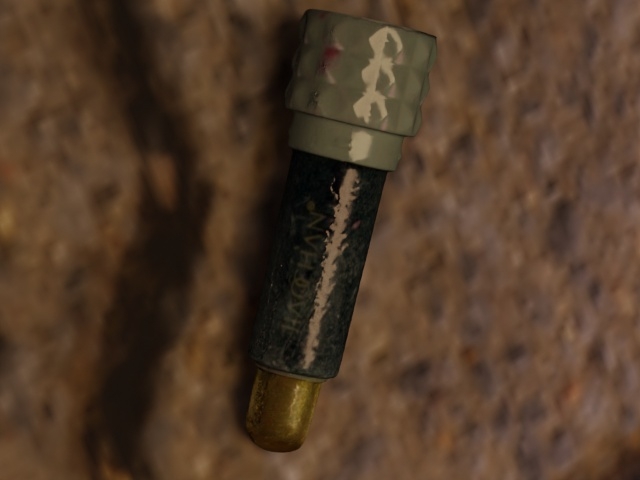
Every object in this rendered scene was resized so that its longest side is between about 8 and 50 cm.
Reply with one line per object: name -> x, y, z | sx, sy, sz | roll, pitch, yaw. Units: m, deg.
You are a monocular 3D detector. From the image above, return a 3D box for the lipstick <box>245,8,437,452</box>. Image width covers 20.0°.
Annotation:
lipstick -> 0.000, 0.000, 0.468 | 0.037, 0.037, 0.116 | 12, 94, -32
